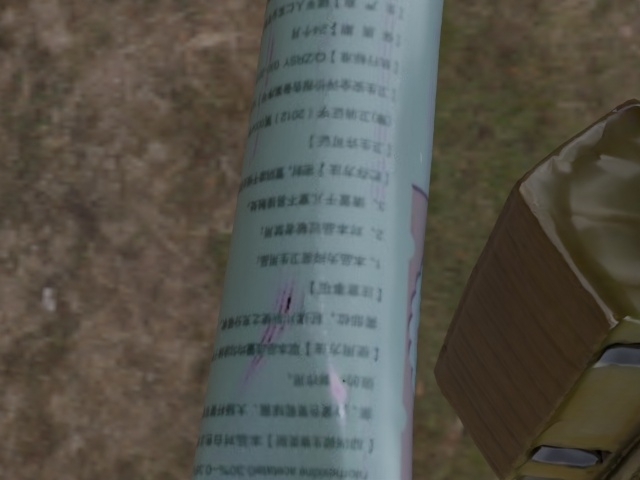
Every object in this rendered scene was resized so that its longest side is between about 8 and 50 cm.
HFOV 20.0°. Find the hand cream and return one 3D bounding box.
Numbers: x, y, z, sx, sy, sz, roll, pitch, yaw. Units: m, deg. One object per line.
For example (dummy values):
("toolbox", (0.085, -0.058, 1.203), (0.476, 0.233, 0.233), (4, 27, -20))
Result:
("hand cream", (0.000, 0.000, 0.553), (0.058, 0.085, 0.331), (40, 53, -59))

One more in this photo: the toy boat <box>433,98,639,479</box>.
("toy boat", (0.132, 0.047, 0.714), (0.445, 0.162, 0.136), (98, -3, -65))
